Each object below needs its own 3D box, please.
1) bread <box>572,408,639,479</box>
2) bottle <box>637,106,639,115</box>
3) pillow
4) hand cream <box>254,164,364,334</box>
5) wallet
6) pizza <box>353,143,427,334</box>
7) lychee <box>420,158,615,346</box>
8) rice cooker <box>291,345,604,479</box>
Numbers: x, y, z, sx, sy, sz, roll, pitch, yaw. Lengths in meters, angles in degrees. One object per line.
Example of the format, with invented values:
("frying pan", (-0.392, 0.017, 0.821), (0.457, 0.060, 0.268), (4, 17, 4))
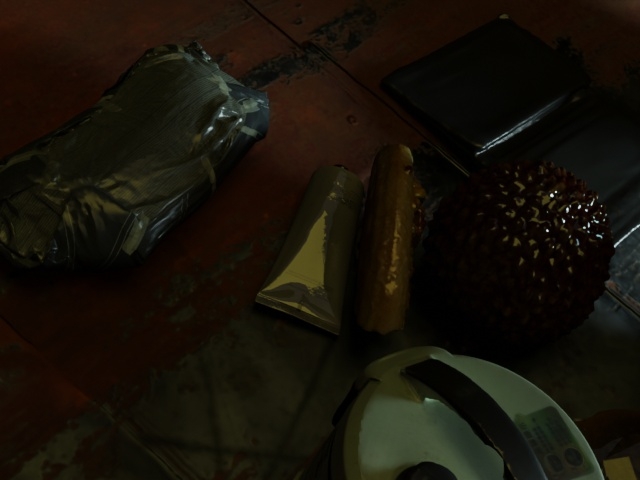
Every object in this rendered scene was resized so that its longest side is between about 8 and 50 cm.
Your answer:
("bread", (0.294, 0.249, 1.028), (0.192, 0.110, 0.210), (-1, 54, -21))
("bottle", (0.437, -0.141, 1.438), (0.101, 0.047, 0.063), (30, 71, -3))
("pillow", (-0.173, -0.080, 1.114), (0.161, 0.092, 0.335), (30, 49, 11))
("hand cream", (0.000, 0.000, 1.151), (0.087, 0.054, 0.186), (23, 55, -9))
("wallet", (0.259, -0.132, 1.359), (0.323, 0.041, 0.247), (44, 50, 19))
("pizza", (0.071, -0.010, 1.139), (0.058, 0.127, 0.246), (13, 34, -3))
("lychee", (0.196, 0.008, 1.139), (0.188, 0.188, 0.188), (11, 50, -13))
("rice cooker", (0.088, 0.209, 0.888), (0.226, 0.244, 0.226), (11, 50, -13))
